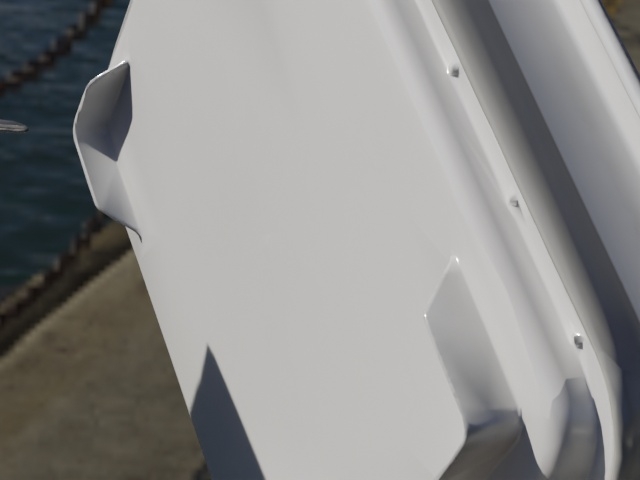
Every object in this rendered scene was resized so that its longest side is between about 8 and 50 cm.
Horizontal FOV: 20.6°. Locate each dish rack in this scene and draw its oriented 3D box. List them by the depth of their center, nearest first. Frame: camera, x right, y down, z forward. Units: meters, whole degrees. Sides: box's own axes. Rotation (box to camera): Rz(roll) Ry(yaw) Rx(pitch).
[{"bbox_3d":[0.000,0.000,0.588,0.072,0.285,0.333,-7,59,-25],"label":"dish rack"}]

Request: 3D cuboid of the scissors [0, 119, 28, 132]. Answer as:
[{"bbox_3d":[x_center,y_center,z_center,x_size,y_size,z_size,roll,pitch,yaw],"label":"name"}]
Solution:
[{"bbox_3d":[-0.317,-0.076,1.007,0.297,0.021,0.109,12,13,24],"label":"scissors"}]
